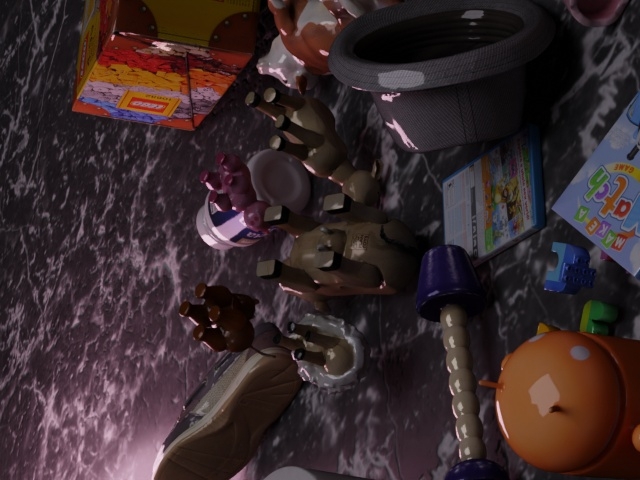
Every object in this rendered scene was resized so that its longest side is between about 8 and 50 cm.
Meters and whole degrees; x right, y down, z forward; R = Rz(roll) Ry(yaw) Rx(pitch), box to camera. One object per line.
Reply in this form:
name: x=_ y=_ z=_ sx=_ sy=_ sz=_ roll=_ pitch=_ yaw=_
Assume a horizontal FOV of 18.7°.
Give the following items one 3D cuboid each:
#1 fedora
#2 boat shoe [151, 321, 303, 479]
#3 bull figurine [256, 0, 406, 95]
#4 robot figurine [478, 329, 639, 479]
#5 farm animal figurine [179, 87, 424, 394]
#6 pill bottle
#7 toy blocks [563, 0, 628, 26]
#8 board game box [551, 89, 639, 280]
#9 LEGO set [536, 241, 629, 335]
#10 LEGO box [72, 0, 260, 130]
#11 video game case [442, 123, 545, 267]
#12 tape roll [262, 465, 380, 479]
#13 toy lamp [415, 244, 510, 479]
fedora: x=0.137 y=-0.171 z=2.085 sx=0.275 sy=0.243 sz=0.124 roll=-127 pitch=23 yaw=-68
boat shoe: x=-0.121 y=0.216 z=2.467 sx=0.285 sy=0.103 sz=0.092 roll=-52 pitch=32 yaw=32
bull figurine: x=0.005 y=-0.269 z=2.382 sx=0.310 sy=0.188 sz=0.101 roll=1 pitch=48 yaw=54
robot figurine: x=0.243 y=0.145 z=1.700 sx=0.128 sy=0.219 sz=0.158 roll=-41 pitch=54 yaw=35
farm animal figurine: x=0.000 y=0.000 z=2.282 sx=0.326 sy=0.172 sz=0.330 roll=16 pitch=84 yaw=49
pill bottle: x=-0.092 y=-0.047 z=2.522 sx=0.169 sy=0.094 sz=0.094 roll=-33 pitch=51 yaw=53
toy blocks: x=0.235 y=-0.379 z=1.872 sx=0.309 sy=0.288 sz=0.260 roll=-66 pitch=24 yaw=15
board game box: x=0.322 y=-0.076 z=1.787 sx=0.211 sy=0.039 sz=0.160 roll=-55 pitch=33 yaw=7
LEGO set: x=0.260 y=0.083 z=1.841 sx=0.093 sy=0.087 sz=0.227 roll=9 pitch=88 yaw=62
LEGO box: x=-0.196 y=-0.448 z=2.686 sx=0.372 sy=0.193 sz=0.500 roll=142 pitch=136 yaw=-70
video game case: x=0.185 y=-0.041 z=2.101 sx=0.166 sy=0.015 sz=0.119 roll=-34 pitch=49 yaw=52
tape roll: x=0.025 y=0.370 z=2.059 sx=0.246 sy=0.169 sz=0.246 roll=-31 pitch=53 yaw=53
toy lamp: x=0.145 y=0.134 z=2.034 sx=0.080 sy=0.080 sz=0.275 roll=-40 pitch=45 yaw=48
